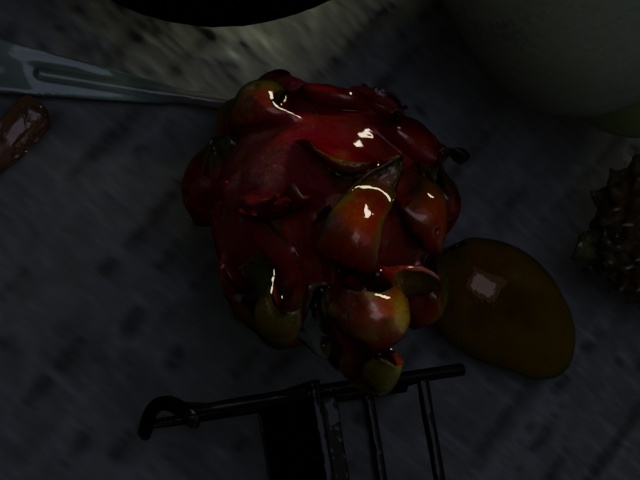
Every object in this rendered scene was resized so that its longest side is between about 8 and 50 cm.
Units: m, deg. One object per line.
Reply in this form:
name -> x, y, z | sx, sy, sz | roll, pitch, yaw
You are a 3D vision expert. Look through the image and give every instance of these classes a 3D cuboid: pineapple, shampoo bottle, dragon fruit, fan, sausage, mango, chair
pineapple -> 0.327, -0.008, 1.736 | 0.193, 0.166, 0.166 | -12, 84, -9
shampoo bottle -> 0.261, -0.271, 1.663 | 0.317, 0.322, 0.322 | 38, 68, -32
dragon fruit -> 0.006, -0.017, 1.551 | 0.228, 0.307, 0.243 | 19, 90, -23
fan -> -0.187, -0.144, 1.650 | 0.282, 0.023, 0.057 | 6, 69, -18
sausage -> -0.297, -0.066, 1.587 | 0.158, 0.036, 0.042 | -42, 91, -22
mango -> 0.170, 0.061, 1.702 | 0.163, 0.089, 0.111 | 20, 85, -25
chair -> -0.009, 0.187, 1.577 | 0.260, 0.154, 0.141 | -6, 81, -22

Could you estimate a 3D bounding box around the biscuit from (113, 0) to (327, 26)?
biscuit -> -0.084, -0.368, 1.635 | 0.408, 0.091, 0.407 | 0, 66, 1
